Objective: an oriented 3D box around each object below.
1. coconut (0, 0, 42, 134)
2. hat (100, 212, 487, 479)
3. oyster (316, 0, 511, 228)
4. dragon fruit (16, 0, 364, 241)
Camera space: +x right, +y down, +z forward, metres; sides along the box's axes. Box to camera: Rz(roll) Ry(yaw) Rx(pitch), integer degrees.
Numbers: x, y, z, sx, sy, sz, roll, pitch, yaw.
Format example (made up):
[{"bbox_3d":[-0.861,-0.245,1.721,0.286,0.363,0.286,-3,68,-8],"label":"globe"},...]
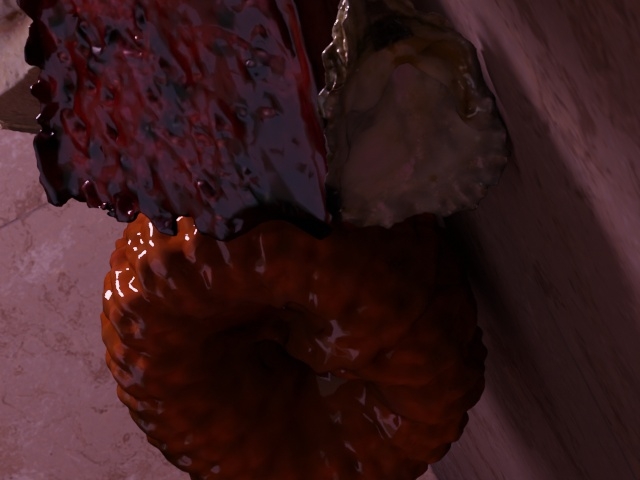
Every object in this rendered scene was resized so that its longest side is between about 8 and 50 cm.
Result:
[{"bbox_3d":[-0.193,-0.222,1.412,0.309,0.297,0.297,62,177,12],"label":"coconut"},{"bbox_3d":[0.000,0.000,1.300,0.400,0.285,0.285,-77,-33,-53],"label":"hat"},{"bbox_3d":[0.037,-0.056,0.843,0.146,0.121,0.045,25,-161,-37],"label":"oyster"},{"bbox_3d":[-0.029,-0.183,1.010,0.286,0.228,0.329,8,111,47],"label":"dragon fruit"}]
